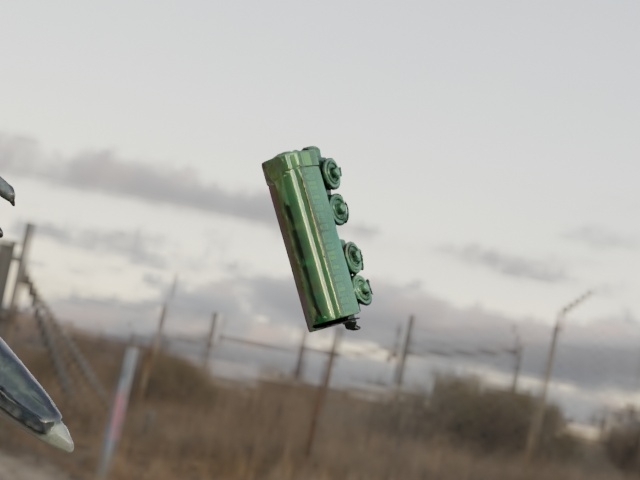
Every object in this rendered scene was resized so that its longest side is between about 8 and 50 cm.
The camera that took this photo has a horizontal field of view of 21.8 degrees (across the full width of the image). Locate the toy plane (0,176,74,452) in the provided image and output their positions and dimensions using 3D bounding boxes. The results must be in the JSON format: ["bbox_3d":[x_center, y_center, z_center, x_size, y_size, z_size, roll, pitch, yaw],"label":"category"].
[{"bbox_3d":[-0.169,-0.004,0.600,0.234,0.082,0.160,26,40,34],"label":"toy plane"}]

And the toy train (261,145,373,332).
[{"bbox_3d":[0.000,0.000,1.272,0.038,0.148,0.071,-18,-4,34],"label":"toy train"}]
